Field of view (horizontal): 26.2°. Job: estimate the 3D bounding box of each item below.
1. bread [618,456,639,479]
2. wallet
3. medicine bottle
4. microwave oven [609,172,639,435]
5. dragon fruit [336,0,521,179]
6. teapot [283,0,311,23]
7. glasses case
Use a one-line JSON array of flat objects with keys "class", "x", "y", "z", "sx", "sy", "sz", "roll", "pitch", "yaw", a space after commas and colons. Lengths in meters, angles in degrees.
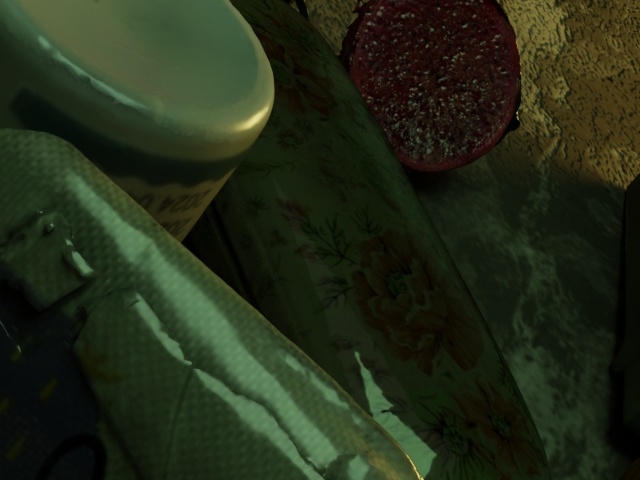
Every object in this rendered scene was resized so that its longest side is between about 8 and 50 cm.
[{"class": "bread", "x": 0.271, "y": 0.149, "z": 0.780, "sx": 0.121, "sy": 0.245, "sz": 0.174, "roll": 45, "pitch": 34, "yaw": -9}, {"class": "wallet", "x": -0.112, "y": 0.126, "z": 0.465, "sx": 0.335, "sy": 0.275, "sz": 0.068, "roll": 41, "pitch": 0, "yaw": 5}, {"class": "medicine bottle", "x": -0.132, "y": -0.010, "z": 0.580, "sx": 0.139, "sy": 0.237, "sz": 0.139, "roll": 27, "pitch": 31, "yaw": -18}, {"class": "microwave oven", "x": 0.386, "y": 0.013, "z": 1.007, "sx": 0.218, "sy": 0.286, "sz": 0.355, "roll": 35, "pitch": 30, "yaw": -8}, {"class": "dragon fruit", "x": 0.068, "y": -0.123, "z": 1.033, "sx": 0.153, "sy": 0.153, "sz": 0.111, "roll": 20, "pitch": -2, "yaw": -25}, {"class": "teapot", "x": -0.041, "y": -0.199, "z": 1.036, "sx": 0.121, "sy": 0.076, "sz": 0.068, "roll": 54, "pitch": 35, "yaw": -35}, {"class": "glasses case", "x": 0.000, "y": 0.000, "z": 0.818, "sx": 0.156, "sy": 0.098, "sz": 0.425, "roll": 10, "pitch": 44, "yaw": -42}]
